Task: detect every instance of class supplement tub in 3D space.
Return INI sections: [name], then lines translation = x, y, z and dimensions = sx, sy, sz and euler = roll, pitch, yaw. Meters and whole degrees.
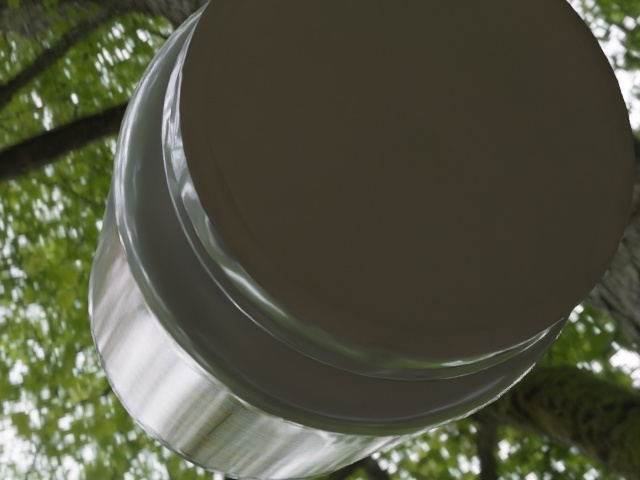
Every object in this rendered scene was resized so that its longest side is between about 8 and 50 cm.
[supplement tub]
translation = 0.000, 0.000, 0.607
dimensions = 0.241, 0.241, 0.331
euler = -8, -15, -18
